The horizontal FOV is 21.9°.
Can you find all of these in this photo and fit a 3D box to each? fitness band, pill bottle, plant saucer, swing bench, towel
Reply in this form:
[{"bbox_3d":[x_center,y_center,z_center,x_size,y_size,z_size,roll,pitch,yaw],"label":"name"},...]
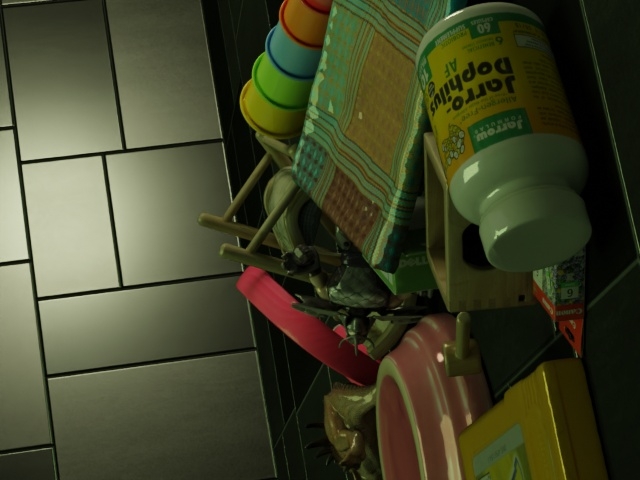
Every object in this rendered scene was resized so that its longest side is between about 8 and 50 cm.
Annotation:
[{"bbox_3d":[-0.005,0.123,2.249,0.209,0.054,0.291,40,179,-34],"label":"fitness band"},{"bbox_3d":[0.154,-0.083,1.366,0.118,0.117,0.208,98,163,-58],"label":"pill bottle"},{"bbox_3d":[0.129,0.250,1.877,0.332,0.084,0.332,173,90,-81],"label":"plant saucer"},{"bbox_3d":[0.000,0.000,2.113,0.165,0.254,0.253,-55,15,1],"label":"swing bench"},{"bbox_3d":[0.059,-0.186,1.641,0.271,0.040,0.370,-131,52,-60],"label":"towel"}]

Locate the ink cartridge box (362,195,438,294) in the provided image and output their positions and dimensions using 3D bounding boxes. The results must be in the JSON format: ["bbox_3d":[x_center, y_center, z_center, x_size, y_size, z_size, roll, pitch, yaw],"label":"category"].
[{"bbox_3d":[0.115,0.008,1.698,0.209,0.109,0.062,-131,34,-72],"label":"ink cartridge box"}]

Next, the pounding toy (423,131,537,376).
[{"bbox_3d":[0.154,0.025,1.491,0.181,0.094,0.206,-104,10,-66],"label":"pounding toy"}]

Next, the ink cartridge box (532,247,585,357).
[{"bbox_3d":[0.204,0.039,1.423,0.063,0.029,0.115,-117,22,-65],"label":"ink cartridge box"}]

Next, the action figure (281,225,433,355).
[{"bbox_3d":[0.048,-0.003,1.928,0.099,0.185,0.285,-103,17,-78],"label":"action figure"}]

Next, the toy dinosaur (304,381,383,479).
[{"bbox_3d":[0.049,0.248,2.151,0.296,0.127,0.200,83,167,-45],"label":"toy dinosaur"}]

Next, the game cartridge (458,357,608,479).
[{"bbox_3d":[0.206,0.281,1.533,0.324,0.052,0.285,110,151,-72],"label":"game cartridge"}]

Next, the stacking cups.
[{"bbox_3d":[-0.009,-0.232,1.894,0.316,0.096,0.096,123,140,-58],"label":"stacking cups"}]
